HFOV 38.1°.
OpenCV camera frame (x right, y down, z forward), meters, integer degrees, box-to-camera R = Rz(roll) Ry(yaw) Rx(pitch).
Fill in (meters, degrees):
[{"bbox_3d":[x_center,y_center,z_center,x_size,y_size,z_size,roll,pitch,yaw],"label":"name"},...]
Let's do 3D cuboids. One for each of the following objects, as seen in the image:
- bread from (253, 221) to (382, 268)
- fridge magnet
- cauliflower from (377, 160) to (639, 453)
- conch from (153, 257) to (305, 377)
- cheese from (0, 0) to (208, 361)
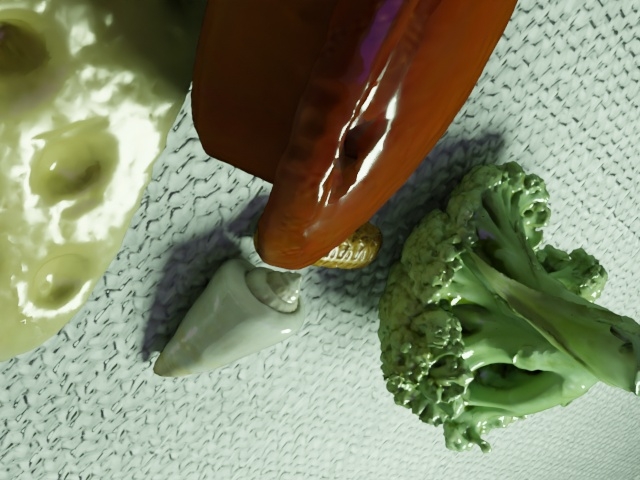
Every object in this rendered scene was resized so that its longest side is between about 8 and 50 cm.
[{"bbox_3d":[0.000,0.000,0.895,0.157,0.044,0.052,6,120,-47],"label":"bread"},{"bbox_3d":[0.037,-0.154,0.557,0.363,0.155,0.363,24,90,-88],"label":"fridge magnet"},{"bbox_3d":[0.207,0.085,1.001,0.260,0.281,0.327,-44,145,-62],"label":"cauliflower"},{"bbox_3d":[-0.079,0.083,0.869,0.176,0.094,0.104,-53,-177,22],"label":"conch"},{"bbox_3d":[-0.217,-0.075,0.555,0.384,0.104,0.384,-25,140,-23],"label":"cheese"}]
